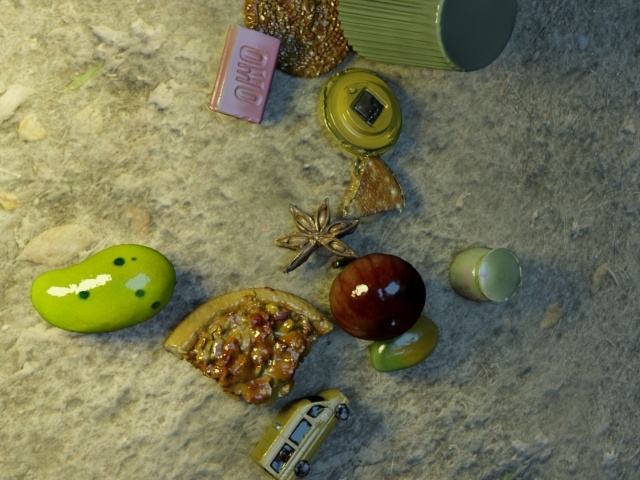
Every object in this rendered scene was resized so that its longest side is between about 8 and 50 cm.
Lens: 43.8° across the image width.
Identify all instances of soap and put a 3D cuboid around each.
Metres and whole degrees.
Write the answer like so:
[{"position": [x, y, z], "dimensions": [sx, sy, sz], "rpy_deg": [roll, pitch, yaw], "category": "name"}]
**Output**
[{"position": [-0.170, -0.376, 1.809], "dimensions": [0.122, 0.065, 0.203], "rpy_deg": [12, 94, -26], "category": "soap"}]

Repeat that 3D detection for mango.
[{"position": [0.209, 0.260, 2.001], "dimensions": [0.195, 0.092, 0.130], "rpy_deg": [-36, 108, -13], "category": "mango"}, {"position": [-0.443, 0.103, 1.648], "dimensions": [0.293, 0.143, 0.175], "rpy_deg": [-12, 93, -17], "category": "mango"}]

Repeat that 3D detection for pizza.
[{"position": [0.115, -0.111, 1.971], "dimensions": [0.195, 0.052, 0.185], "rpy_deg": [-41, 103, -28], "category": "pizza"}, {"position": [-0.154, 0.243, 1.810], "dimensions": [0.409, 0.114, 0.277], "rpy_deg": [2, 83, -24], "category": "pizza"}]

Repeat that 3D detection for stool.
[{"position": [0.252, -0.538, 1.848], "dimensions": [0.297, 0.330, 0.297], "rpy_deg": [-16, 118, -33], "category": "stool"}]

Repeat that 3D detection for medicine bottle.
[{"position": [0.433, 0.090, 2.080], "dimensions": [0.147, 0.143, 0.147], "rpy_deg": [0, 90, -26], "category": "medicine bottle"}]

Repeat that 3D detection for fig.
[{"position": [0.137, 0.127, 1.897], "dimensions": [0.235, 0.235, 0.214], "rpy_deg": [35, 31, -22], "category": "fig"}]

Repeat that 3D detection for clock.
[{"position": [0.111, -0.321, 1.951], "dimensions": [0.237, 0.057, 0.236], "rpy_deg": [6, 76, -26], "category": "clock"}]

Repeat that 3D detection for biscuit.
[{"position": [-0.041, -0.541, 1.908], "dimensions": [0.305, 0.038, 0.305], "rpy_deg": [0, 89, -27], "category": "biscuit"}]

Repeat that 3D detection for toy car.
[{"position": [-0.044, 0.441, 1.861], "dimensions": [0.124, 0.101, 0.256], "rpy_deg": [42, 73, -17], "category": "toy car"}]

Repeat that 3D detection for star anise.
[{"position": [-0.006, -0.015, 1.887], "dimensions": [0.208, 0.063, 0.171], "rpy_deg": [-13, 72, 2], "category": "star anise"}]
